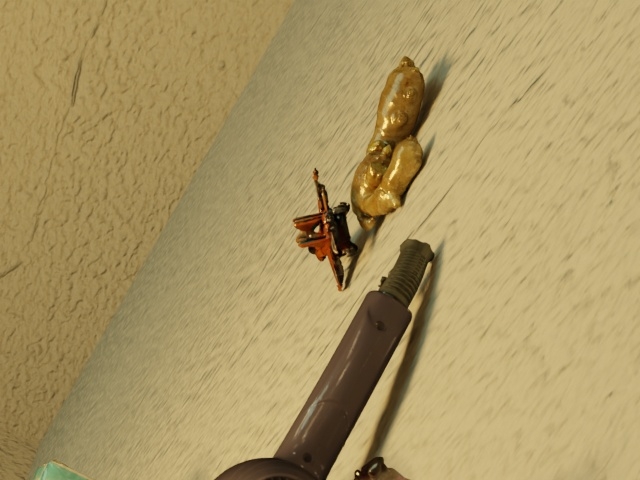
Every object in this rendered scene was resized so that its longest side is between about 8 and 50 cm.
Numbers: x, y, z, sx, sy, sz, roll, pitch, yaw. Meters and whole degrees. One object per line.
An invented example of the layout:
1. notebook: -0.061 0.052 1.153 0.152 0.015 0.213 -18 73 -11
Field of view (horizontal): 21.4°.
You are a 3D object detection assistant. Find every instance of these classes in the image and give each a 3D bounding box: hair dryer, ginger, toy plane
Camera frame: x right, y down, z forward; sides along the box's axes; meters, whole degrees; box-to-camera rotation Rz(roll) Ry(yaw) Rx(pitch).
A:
1. hair dryer: 0.008 0.157 1.492 0.361 0.121 0.301 -58 0 -17
2. ginger: 0.072 -0.103 1.820 0.176 0.052 0.193 -62 12 12
3. toy plane: 0.012 -0.002 1.865 0.188 0.062 0.135 54 -156 -75

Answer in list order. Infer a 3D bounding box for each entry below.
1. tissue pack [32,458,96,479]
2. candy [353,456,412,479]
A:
1. tissue pack: -0.295 0.420 1.999 0.271 0.201 0.124 -66 7 -17
2. candy: 0.016 0.255 1.091 0.265 0.115 0.156 -46 22 59
